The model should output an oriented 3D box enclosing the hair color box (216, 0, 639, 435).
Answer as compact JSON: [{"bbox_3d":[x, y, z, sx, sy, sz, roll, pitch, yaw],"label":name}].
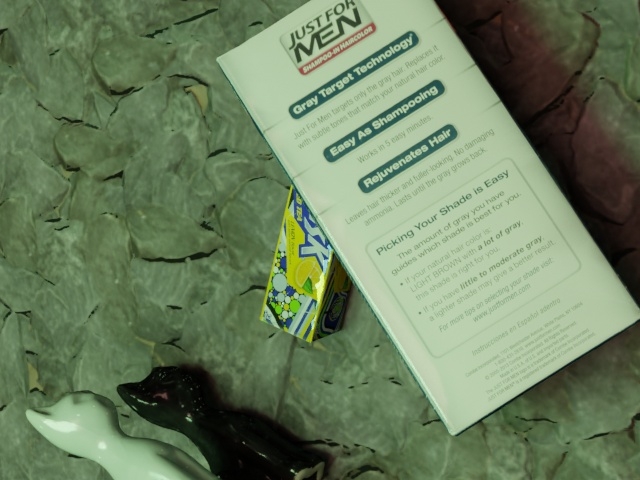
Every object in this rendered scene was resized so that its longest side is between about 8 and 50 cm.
[{"bbox_3d":[0.083,-0.037,1.045,0.174,0.105,0.347,-32,81,0],"label":"hair color box"}]

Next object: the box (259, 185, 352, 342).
[{"bbox_3d":[0.000,0.000,1.166,0.059,0.054,0.169,22,110,26],"label":"box"}]

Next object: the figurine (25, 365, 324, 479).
[{"bbox_3d":[-0.136,0.191,1.189,0.209,0.215,0.092,36,110,23],"label":"figurine"}]
